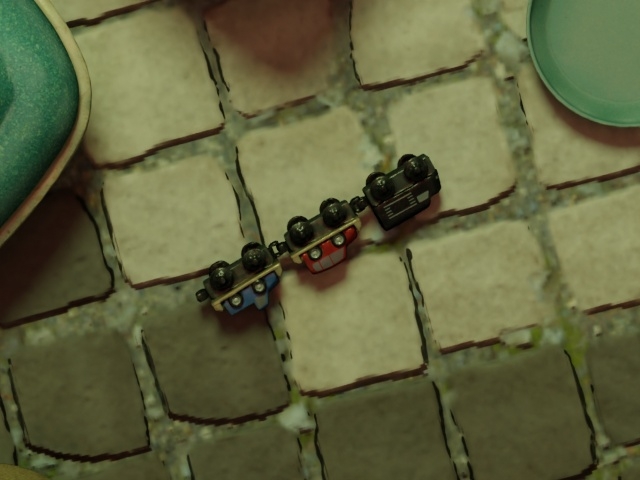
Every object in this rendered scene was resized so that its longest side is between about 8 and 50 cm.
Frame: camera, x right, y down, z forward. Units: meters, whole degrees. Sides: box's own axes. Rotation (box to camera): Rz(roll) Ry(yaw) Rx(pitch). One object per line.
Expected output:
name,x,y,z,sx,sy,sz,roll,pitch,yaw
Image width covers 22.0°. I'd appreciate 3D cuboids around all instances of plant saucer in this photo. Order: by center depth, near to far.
plant saucer,0.178,-0.125,0.960,0.119,0.021,0.119,0,93,-1

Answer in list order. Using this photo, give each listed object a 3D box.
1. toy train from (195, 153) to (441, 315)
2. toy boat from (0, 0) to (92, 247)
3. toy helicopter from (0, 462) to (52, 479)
toy train,0.000,0.000,0.959,0.158,0.027,0.036,-29,103,-1
toy boat,-0.300,-0.096,0.887,0.267,0.148,0.318,-45,93,0
toy helicopter,-0.172,0.296,0.933,0.235,0.140,0.355,-6,103,-10
